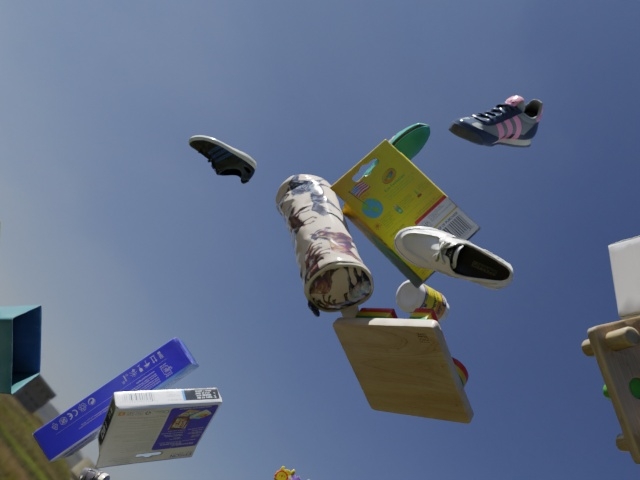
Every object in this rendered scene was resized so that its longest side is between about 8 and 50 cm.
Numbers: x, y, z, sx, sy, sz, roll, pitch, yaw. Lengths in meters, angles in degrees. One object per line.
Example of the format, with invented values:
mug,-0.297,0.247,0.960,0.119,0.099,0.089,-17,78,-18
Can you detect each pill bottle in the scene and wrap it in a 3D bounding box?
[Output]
pill bottle,0.371,0.224,2.135,0.117,0.117,0.215,15,-9,46

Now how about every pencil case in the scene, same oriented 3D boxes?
pencil case,0.000,0.000,1.462,0.410,0.160,0.183,-111,-164,-49

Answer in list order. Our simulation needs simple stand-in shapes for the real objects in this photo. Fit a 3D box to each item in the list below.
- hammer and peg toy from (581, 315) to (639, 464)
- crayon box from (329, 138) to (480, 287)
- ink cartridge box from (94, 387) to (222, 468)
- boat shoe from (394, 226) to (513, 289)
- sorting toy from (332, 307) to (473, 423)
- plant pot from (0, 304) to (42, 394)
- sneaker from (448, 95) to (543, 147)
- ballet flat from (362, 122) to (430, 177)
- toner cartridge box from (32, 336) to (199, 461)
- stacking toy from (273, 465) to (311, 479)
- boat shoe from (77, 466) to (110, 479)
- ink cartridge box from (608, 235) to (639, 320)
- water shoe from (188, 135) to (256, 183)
hammer and peg toy,0.666,0.313,1.113,0.127,0.266,0.361,125,-47,-65
crayon box,0.198,-0.069,1.455,0.318,0.202,0.081,47,-14,11
ink cartridge box,-0.327,0.371,1.193,0.208,0.206,0.045,-61,-141,33
boat shoe,0.285,0.036,1.296,0.268,0.096,0.088,26,-3,14
sorting toy,0.192,0.261,1.314,0.257,0.089,0.255,-5,-62,41
plant pot,-0.765,0.231,1.319,0.166,0.234,0.165,-141,-126,-84
sneaker,0.462,-0.320,1.566,0.112,0.319,0.131,43,-53,37
ballet flat,0.194,-0.230,1.634,0.083,0.247,0.087,33,11,-35
toner cartridge box,-0.445,0.352,1.348,0.075,0.348,0.165,54,-13,9
stacking toy,-0.028,0.704,1.686,0.221,0.052,0.167,17,-30,2
boat shoe,-0.556,0.618,1.364,0.065,0.206,0.075,24,-10,11
ink cartridge box,0.803,0.139,1.426,0.117,0.201,0.278,-21,-43,37
water shoe,-0.280,-0.225,1.663,0.203,0.080,0.073,22,-18,0
